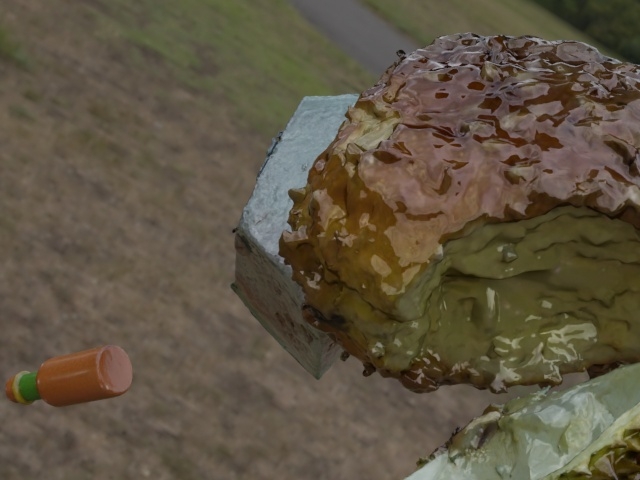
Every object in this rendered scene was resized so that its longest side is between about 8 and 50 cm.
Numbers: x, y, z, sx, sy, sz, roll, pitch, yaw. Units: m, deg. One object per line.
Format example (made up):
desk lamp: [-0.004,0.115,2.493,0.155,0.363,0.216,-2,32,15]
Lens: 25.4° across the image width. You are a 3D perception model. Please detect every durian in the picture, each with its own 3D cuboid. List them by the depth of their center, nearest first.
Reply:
durian: [0.139,0.135,0.746,0.144,0.252,0.139,38,49,-18]

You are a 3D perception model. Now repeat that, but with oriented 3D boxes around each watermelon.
watermelon: [0.000,0.000,1.655,0.228,0.387,0.258,34,29,7]

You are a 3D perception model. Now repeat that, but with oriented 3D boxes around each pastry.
pastry: [0.165,-0.031,1.239,0.405,0.292,0.337,-8,39,0]

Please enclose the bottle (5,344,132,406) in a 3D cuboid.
bottle: [-0.328,0.178,1.812,0.187,0.069,0.069,-12,-22,32]
